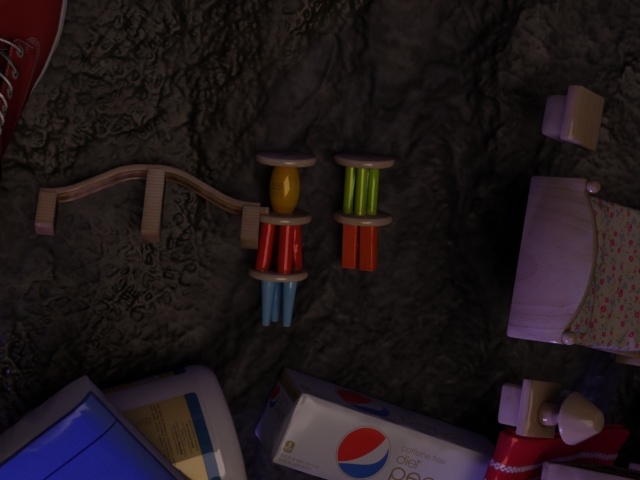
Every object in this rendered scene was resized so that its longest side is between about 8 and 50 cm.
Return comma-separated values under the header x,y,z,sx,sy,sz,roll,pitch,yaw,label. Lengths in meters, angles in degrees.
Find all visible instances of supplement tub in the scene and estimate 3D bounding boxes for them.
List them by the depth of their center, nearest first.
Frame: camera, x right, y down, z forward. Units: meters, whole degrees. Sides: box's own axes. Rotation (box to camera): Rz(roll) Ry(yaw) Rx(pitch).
x,y,z,sx,sy,sz,roll,pitch,yaw,label
-0.168,0.194,1.106,0.200,0.144,0.144,-15,107,-11,supplement tub

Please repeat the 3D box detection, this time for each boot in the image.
x,y,z,sx,sy,sz,roll,pitch,yaw,label
-0.243,-0.123,0.992,0.088,0.176,0.244,18,97,-17,boot

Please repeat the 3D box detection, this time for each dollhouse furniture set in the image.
x,y,z,sx,sy,sz,roll,pitch,yaw,label
0.319,0.075,1.161,0.303,0.174,0.355,14,84,-48,dollhouse furniture set

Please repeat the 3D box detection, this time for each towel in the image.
x,y,z,sx,sy,sz,roll,pitch,yaw,label
0.185,0.292,1.237,0.199,0.031,0.275,7,104,-48,towel

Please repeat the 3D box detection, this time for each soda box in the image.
x,y,z,sx,sy,sz,roll,pitch,yaw,label
0.056,0.185,1.202,0.216,0.074,0.069,20,97,-19,soda box

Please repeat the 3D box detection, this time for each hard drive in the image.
x,y,z,sx,sy,sz,roll,pitch,yaw,label
-0.165,0.274,1.038,0.210,0.040,0.318,-37,120,1,hard drive

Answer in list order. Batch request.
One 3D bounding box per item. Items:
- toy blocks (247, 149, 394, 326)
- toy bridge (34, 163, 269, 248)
x,y,z,sx,sy,sz,roll,pitch,yaw,label
0.000,0.000,1.152,0.123,0.054,0.148,1,103,-15,toy blocks
-0.136,-0.030,1.104,0.188,0.026,0.063,3,66,-2,toy bridge
